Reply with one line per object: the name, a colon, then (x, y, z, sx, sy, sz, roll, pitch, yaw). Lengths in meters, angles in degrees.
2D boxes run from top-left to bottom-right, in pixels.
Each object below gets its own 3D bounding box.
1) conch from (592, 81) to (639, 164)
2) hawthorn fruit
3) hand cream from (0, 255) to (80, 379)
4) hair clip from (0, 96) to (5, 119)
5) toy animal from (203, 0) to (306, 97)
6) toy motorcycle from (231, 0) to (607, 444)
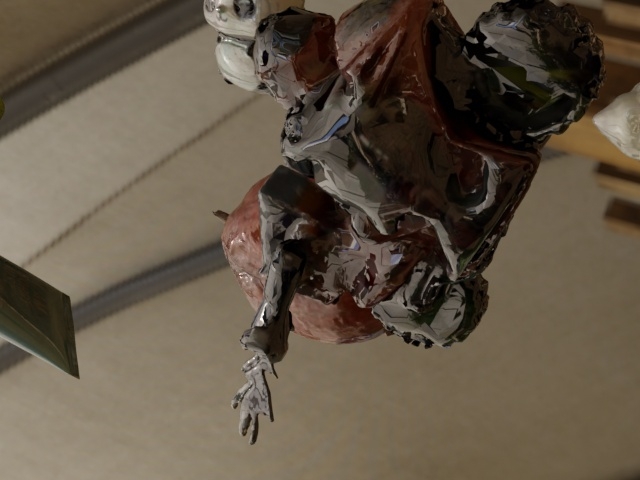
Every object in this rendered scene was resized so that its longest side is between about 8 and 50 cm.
conch: (0.275, -0.083, 0.811, 0.158, 0.255, 0.127, 88, 171, -82)
hawthorn fruit: (0.013, 0.006, 1.285, 0.173, 0.179, 0.173, 20, -118, -42)
hand cream: (-0.343, 0.034, 1.450, 0.070, 0.111, 0.312, -36, -43, 22)
hair clip: (-0.307, -0.043, 1.136, 0.060, 0.033, 0.188, 43, -96, -14)
toy animal: (-0.089, -0.294, 1.987, 0.138, 0.166, 0.179, -42, -44, -31)
toy motorcycle: (0.026, -0.017, 0.982, 0.134, 0.207, 0.401, -58, -8, -45)
